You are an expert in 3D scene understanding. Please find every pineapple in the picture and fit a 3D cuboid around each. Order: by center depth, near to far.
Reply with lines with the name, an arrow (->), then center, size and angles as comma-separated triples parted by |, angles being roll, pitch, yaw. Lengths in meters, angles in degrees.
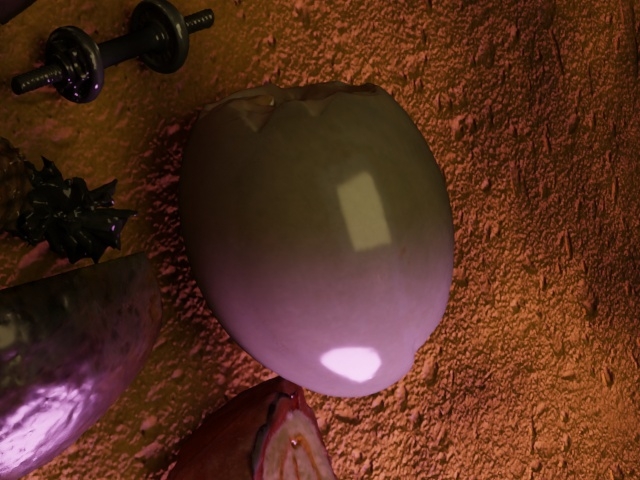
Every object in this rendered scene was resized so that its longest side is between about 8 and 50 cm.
pineapple -> -0.289, -0.037, 1.454 | 0.248, 0.128, 0.128 | 18, 77, -49

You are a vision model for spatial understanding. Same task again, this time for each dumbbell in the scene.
dumbbell -> -0.203, -0.190, 1.558 | 0.254, 0.082, 0.081 | -27, 108, -40

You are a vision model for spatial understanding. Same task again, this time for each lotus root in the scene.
lotus root -> -0.262, 0.117, 1.420 | 0.314, 0.142, 0.210 | -35, 116, -50

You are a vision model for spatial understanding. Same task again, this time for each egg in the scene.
egg -> 0.000, 0.000, 1.615 | 0.278, 0.278, 0.336 | -26, 110, -42

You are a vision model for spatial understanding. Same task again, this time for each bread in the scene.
bread -> -0.060, 0.289, 1.648 | 0.190, 0.123, 0.244 | -46, 119, -56

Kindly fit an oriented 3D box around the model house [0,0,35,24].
model house -> -0.334, -0.276, 1.424 | 0.164, 0.141, 0.203 | 51, 32, -5
